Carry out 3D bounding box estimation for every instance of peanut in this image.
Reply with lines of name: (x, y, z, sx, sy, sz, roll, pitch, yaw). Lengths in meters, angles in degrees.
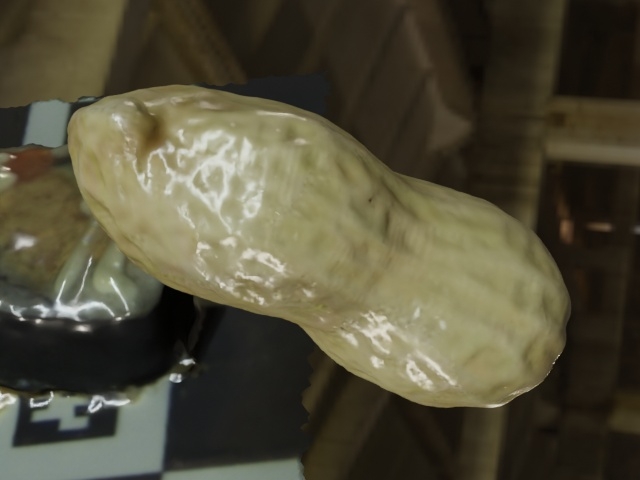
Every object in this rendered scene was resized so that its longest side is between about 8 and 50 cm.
peanut: (0.000, 0.000, 0.572, 0.082, 0.187, 0.082, -49, 26, 34)

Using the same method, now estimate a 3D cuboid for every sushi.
sushi: (-0.191, 0.003, 0.702, 0.296, 0.373, 0.100, -86, -13, -45)
